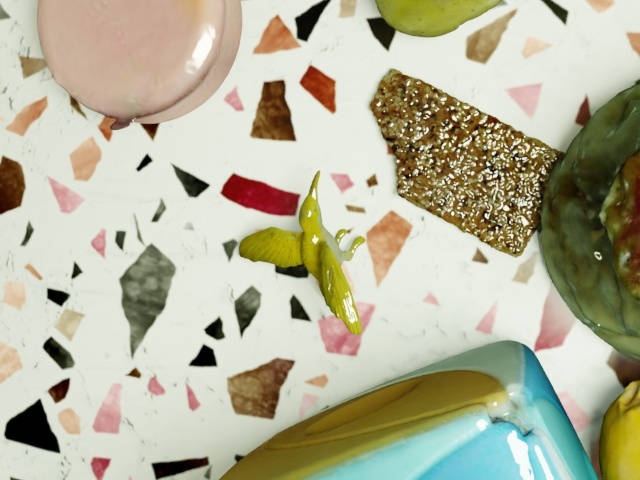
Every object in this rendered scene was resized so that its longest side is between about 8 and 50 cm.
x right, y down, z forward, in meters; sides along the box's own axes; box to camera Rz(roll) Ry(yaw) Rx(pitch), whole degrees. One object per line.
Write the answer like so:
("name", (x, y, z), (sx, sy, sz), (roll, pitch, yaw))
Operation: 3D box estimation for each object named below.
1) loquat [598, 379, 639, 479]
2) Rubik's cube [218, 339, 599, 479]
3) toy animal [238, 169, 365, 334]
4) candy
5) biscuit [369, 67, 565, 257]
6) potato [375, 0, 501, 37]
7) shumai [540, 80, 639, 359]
("loquat", (0.374, 0.234, 0.788), (0.176, 0.187, 0.234), (-34, 92, 43))
("Rubik's cube", (0.110, 0.319, 0.770), (0.352, 0.347, 0.352), (-28, 85, 13))
("toy animal", (0.000, 0.000, 0.921), (0.219, 0.095, 0.155), (20, 98, 44))
("candy", (-0.216, -0.256, 0.963), (0.255, 0.094, 0.256), (0, 92, 14))
("biscuit", (0.150, -0.090, 0.913), (0.236, 0.026, 0.131), (29, 97, 10))
("potato", (0.141, -0.336, 0.848), (0.228, 0.148, 0.197), (-30, 99, 10))
("shumai", (0.389, -0.024, 0.702), (0.397, 0.323, 0.324), (-14, 88, 18))
